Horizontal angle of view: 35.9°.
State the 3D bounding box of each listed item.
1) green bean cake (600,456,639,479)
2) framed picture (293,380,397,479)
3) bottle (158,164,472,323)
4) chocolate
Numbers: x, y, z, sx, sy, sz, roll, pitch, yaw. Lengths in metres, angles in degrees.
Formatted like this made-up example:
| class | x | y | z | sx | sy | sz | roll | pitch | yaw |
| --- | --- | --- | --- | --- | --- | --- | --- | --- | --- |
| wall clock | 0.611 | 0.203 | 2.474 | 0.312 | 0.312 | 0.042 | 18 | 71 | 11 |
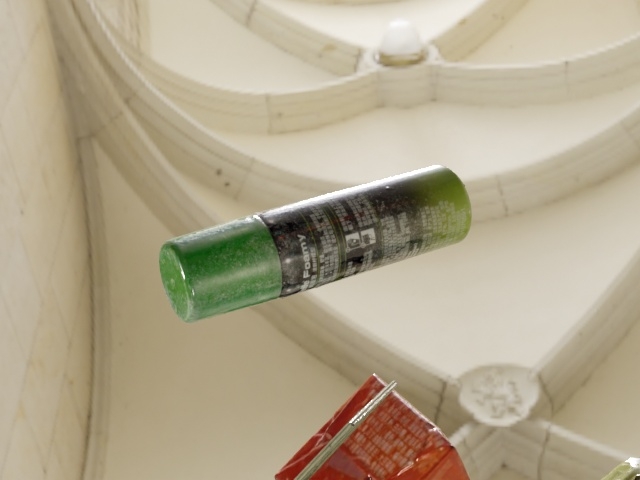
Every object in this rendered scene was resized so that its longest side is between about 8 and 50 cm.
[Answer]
| class | x | y | z | sx | sy | sz | roll | pitch | yaw |
| --- | --- | --- | --- | --- | --- | --- | --- | --- | --- |
| green bean cake | 0.427 | 0.370 | 1.107 | 0.124 | 0.233 | 0.236 | -39 | -167 | -6 |
| framed picture | -0.014 | 0.248 | 1.053 | 0.010 | 0.231 | 0.173 | 44 | -161 | 9 |
| bottle | 0.000 | 0.000 | 1.030 | 0.330 | 0.093 | 0.093 | -16 | -145 | -25 |
| chocolate | 0.080 | 0.356 | 1.494 | 0.235 | 0.108 | 0.237 | -46 | -145 | -6 |
